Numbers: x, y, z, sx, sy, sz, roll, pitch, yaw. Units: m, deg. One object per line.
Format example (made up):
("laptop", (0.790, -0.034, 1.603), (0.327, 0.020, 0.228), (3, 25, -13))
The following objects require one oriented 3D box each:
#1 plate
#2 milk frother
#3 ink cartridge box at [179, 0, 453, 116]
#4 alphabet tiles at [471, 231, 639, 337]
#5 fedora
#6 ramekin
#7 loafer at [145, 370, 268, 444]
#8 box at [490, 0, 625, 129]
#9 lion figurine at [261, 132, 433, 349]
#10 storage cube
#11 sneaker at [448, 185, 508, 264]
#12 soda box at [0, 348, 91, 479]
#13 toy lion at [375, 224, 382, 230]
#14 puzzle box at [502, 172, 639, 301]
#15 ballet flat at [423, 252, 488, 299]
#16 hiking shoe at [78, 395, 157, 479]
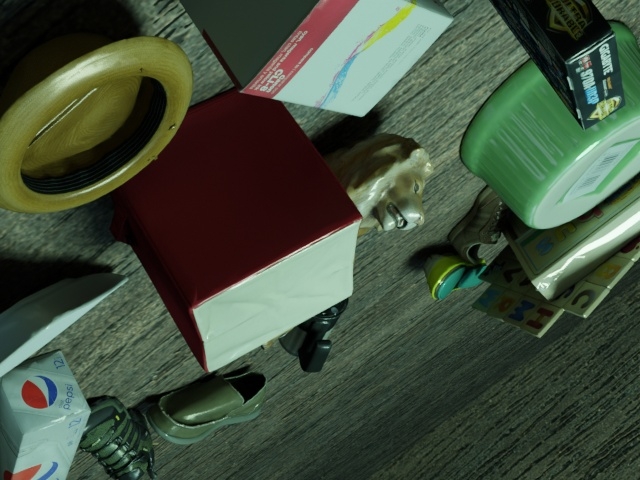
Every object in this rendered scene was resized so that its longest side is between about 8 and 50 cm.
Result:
("plate", (-0.348, 0.125, 0.960), (0.278, 0.045, 0.277), (-37, -176, 6))
("milk frother", (-0.045, 0.127, 1.444), (0.143, 0.129, 0.135), (17, 142, -5))
("ink cartridge box", (-0.003, -0.197, 0.774), (0.127, 0.128, 0.176), (-46, 155, 27))
("alphabet tiles", (0.395, 0.029, 1.535), (0.285, 0.011, 0.342), (-46, -162, -7))
("fedora", (-0.199, -0.108, 0.756), (0.194, 0.079, 0.194), (-34, 158, -16))
("ramekin", (0.369, -0.153, 1.345), (0.303, 0.148, 0.303), (-28, 157, -13))
("loafer", (-0.181, 0.261, 1.536), (0.251, 0.094, 0.087), (-10, 136, -54))
("box", (0.201, -0.226, 0.874), (0.051, 0.220, 0.175), (-33, 158, 11))
("lion figurine", (0.000, 0.000, 1.215), (0.240, 0.142, 0.392), (-34, 173, -19))
("storage cube", (-0.090, -0.011, 0.951), (0.215, 0.193, 0.184), (-28, 157, -16))
("sneaker", (0.292, -0.034, 1.582), (0.066, 0.071, 0.188), (-16, 152, -37))
("soda box", (-0.388, 0.267, 1.234), (0.091, 0.098, 0.286), (-17, 153, -35))
("toy lion", (0.103, -0.063, 1.326), (0.096, 0.034, 0.100), (-42, 157, 1))
("puzzle box", (0.480, -0.099, 1.508), (0.409, 0.272, 0.052), (-40, 112, 13))
("ballet flat", (0.228, 0.055, 1.662), (0.231, 0.077, 0.077), (-8, 131, -60))
("hiking shoe", (-0.305, 0.309, 1.407), (0.086, 0.114, 0.227), (-36, 158, 4))
